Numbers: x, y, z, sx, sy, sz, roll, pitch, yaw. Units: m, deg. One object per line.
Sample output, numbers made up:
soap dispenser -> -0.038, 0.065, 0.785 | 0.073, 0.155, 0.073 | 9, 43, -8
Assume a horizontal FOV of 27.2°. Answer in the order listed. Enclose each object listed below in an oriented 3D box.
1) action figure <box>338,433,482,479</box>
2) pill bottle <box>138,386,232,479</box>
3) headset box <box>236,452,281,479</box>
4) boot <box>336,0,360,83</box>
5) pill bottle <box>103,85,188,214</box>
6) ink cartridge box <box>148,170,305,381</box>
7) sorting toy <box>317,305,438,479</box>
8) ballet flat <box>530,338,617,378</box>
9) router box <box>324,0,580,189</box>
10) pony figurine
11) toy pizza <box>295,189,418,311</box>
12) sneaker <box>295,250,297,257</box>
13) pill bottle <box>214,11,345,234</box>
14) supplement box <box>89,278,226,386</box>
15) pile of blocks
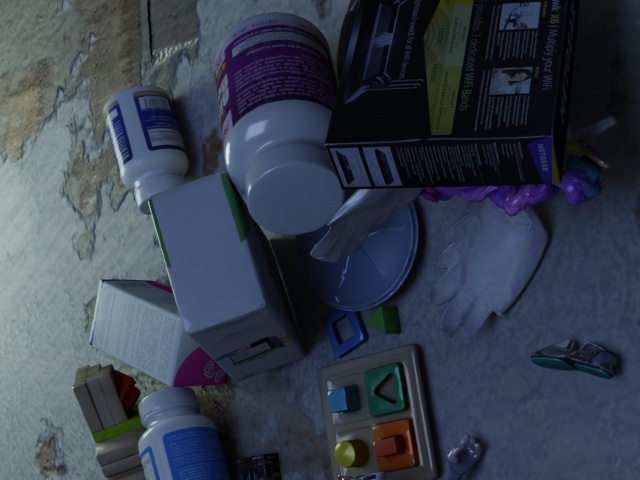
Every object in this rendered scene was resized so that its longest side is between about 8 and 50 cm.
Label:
action figure -> 0.131, 0.425, 1.642 | 0.370, 0.248, 0.275 | 44, 144, 36
pill bottle -> -0.203, 0.337, 1.986 | 0.124, 0.124, 0.221 | -39, 58, 36
headset box -> -0.089, 0.357, 1.937 | 0.062, 0.032, 0.083 | -17, 74, 43
boot -> 0.089, -0.341, 1.785 | 0.115, 0.112, 0.305 | -117, 40, -67
pill bottle -> -0.271, -0.141, 2.097 | 0.112, 0.112, 0.186 | -35, 64, 38
ink cartridge box -> -0.124, 0.057, 1.819 | 0.117, 0.278, 0.201 | -20, 69, 3
sorting toy -> 0.065, 0.246, 1.779 | 0.196, 0.047, 0.347 | -21, 73, 42
ballet flat -> 0.302, 0.137, 1.562 | 0.114, 0.041, 0.041 | 7, 92, 45
router box -> 0.154, -0.199, 1.463 | 0.243, 0.081, 0.308 | 0, 52, 19
pony figurine -> 0.166, -0.101, 1.579 | 0.351, 0.303, 0.363 | -48, 41, 22
toy pizza -> 0.052, -0.003, 1.804 | 0.201, 0.032, 0.201 | -5, 81, 35
sneaker -> 0.000, 0.000, 1.880 | 0.035, 0.031, 0.083 | 41, 112, 10
pill bottle -> -0.050, -0.154, 1.753 | 0.169, 0.169, 0.301 | -49, 33, 31
supplement box -> -0.246, 0.141, 2.054 | 0.220, 0.111, 0.113 | 18, 100, 45
pile of blocks -> -0.284, 0.354, 2.102 | 0.113, 0.149, 0.362 | -20, 80, -2
